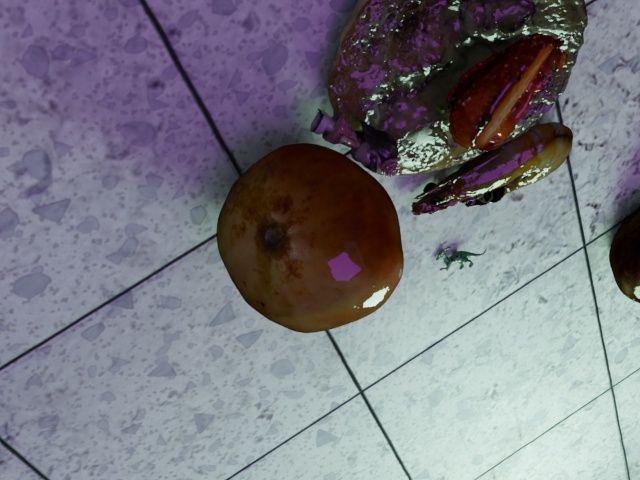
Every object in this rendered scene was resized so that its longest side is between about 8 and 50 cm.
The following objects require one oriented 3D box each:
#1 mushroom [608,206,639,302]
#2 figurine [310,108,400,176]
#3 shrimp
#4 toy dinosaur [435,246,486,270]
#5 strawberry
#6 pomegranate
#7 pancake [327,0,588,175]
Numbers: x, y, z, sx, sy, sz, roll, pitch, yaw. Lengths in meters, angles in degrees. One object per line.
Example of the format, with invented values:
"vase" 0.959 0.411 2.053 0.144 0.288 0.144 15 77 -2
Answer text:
"mushroom" 0.629 0.002 1.669 0.231 0.138 0.194 -41 122 -12
"figurine" 0.050 -0.134 1.189 0.129 0.072 0.054 30 105 -18
"shrimp" 0.274 -0.100 1.423 0.287 0.063 0.152 -26 157 0
"toy dinosaur" 0.235 0.024 1.517 0.083 0.021 0.062 -42 121 5
"strawberry" 0.242 -0.204 1.197 0.188 0.082 0.121 -51 154 9
"pomegranate" 0.000 0.000 1.208 0.229 0.252 0.270 -46 155 20
"pancake" 0.189 -0.248 1.236 0.386 0.082 0.387 -12 132 -14
